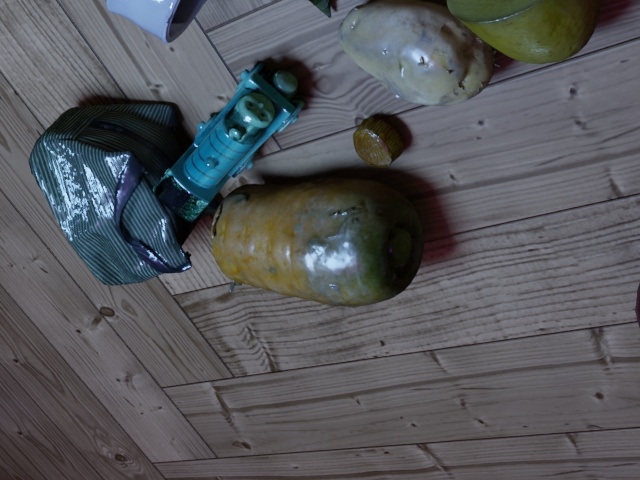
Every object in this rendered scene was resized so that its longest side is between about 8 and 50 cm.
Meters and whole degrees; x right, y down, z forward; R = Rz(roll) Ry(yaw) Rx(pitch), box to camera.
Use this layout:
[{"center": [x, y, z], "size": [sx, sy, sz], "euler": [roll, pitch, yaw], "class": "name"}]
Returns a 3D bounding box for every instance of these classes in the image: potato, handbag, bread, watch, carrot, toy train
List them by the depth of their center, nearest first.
[{"center": [0.291, -0.310, 1.418], "size": [0.203, 0.178, 0.158], "euler": [-27, 131, 18], "class": "potato"}, {"center": [0.138, -0.280, 1.549], "size": [0.234, 0.128, 0.161], "euler": [36, 134, 5], "class": "potato"}, {"center": [-0.244, -0.415, 1.566], "size": [0.196, 0.244, 0.231], "euler": [33, 131, -1], "class": "watch"}, {"center": [0.096, -0.164, 1.738], "size": [0.085, 0.053, 0.085], "euler": [28, 145, 21], "class": "bread"}, {"center": [-0.150, -0.168, 1.777], "size": [0.120, 0.194, 0.298], "euler": [41, 137, -8], "class": "toy train"}, {"center": [0.000, 0.000, 1.830], "size": [0.340, 0.224, 0.224], "euler": [4, 131, 38], "class": "carrot"}, {"center": [-0.350, -0.090, 1.948], "size": [0.240, 0.247, 0.341], "euler": [-7, 124, 24], "class": "handbag"}]

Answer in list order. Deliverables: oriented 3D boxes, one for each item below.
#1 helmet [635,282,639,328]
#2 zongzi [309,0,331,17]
[{"center": [0.656, 0.043, 1.464], "size": [0.337, 0.230, 0.385], "euler": [50, 144, -17], "class": "helmet"}, {"center": [0.006, -0.398, 1.578], "size": [0.119, 0.055, 0.109], "euler": [37, 137, -23], "class": "zongzi"}]
